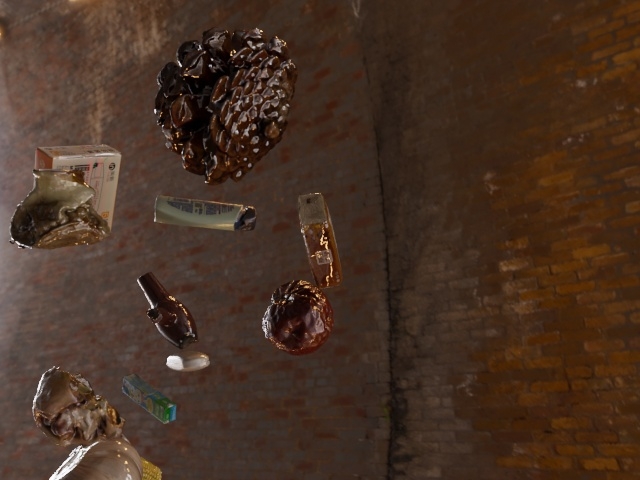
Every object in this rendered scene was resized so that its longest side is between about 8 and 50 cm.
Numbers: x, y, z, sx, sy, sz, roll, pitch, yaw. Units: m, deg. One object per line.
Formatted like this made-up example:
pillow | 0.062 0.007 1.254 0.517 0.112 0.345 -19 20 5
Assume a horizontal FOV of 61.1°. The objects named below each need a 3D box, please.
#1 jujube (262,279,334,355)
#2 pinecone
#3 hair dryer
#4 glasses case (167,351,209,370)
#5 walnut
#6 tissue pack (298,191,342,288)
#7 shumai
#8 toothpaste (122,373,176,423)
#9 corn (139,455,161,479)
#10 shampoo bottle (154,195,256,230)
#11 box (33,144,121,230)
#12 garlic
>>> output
jujube | -0.068 0.237 1.632 0.212 0.213 0.232 -31 -167 17
pinecone | -0.178 -0.261 1.009 0.298 0.242 0.296 -55 -147 -5
hair dryer | -0.552 0.220 1.831 0.123 0.340 0.313 -37 -101 -8
glasses case | -0.434 0.394 1.770 0.233 0.092 0.059 -14 -98 57
walnut | -0.596 0.406 1.303 0.141 0.238 0.204 -44 -146 -18
tissue pack | 0.000 0.000 1.557 0.091 0.226 0.183 -10 -147 2
shumai | -0.404 -0.055 0.834 0.145 0.145 0.116 38 -53 44
toothpaste | -0.618 0.564 1.950 0.266 0.050 0.065 19 -73 36
corn | -0.589 0.664 1.611 0.081 0.248 0.081 -55 -169 17
shampoo bottle | -0.414 -0.091 1.970 0.134 0.359 0.078 -105 -155 -54
box | -0.700 -0.137 1.560 0.091 0.220 0.274 30 -65 27
garlic | -0.588 0.651 1.363 0.322 0.240 0.322 -60 -174 10
